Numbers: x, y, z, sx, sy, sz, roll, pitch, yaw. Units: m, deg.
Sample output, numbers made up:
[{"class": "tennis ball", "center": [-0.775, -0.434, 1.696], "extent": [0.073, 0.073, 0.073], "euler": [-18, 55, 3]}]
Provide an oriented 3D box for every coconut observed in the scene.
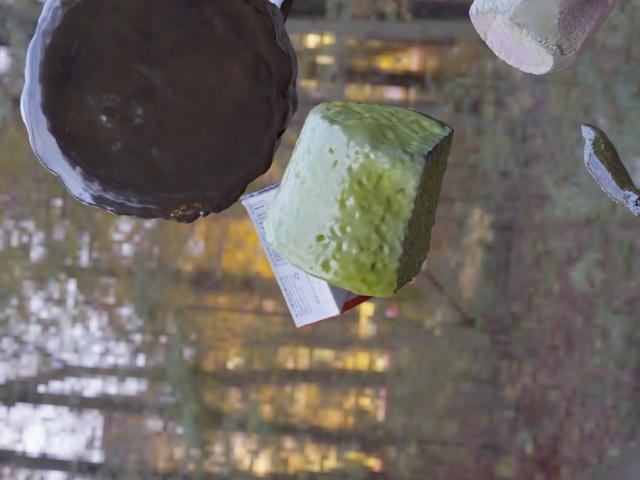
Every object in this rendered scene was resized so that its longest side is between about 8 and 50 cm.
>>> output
[{"class": "coconut", "center": [0.264, -0.283, 1.873], "extent": [0.153, 0.147, 0.147], "euler": [-52, -13, -17]}]

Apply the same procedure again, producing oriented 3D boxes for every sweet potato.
[{"class": "sweet potato", "center": [0.314, -0.070, 1.727], "extent": [0.041, 0.038, 0.153], "euler": [46, -167, -48]}]

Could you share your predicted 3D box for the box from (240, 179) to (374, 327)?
[{"class": "box", "center": [0.000, 0.000, 1.984], "extent": [0.133, 0.099, 0.182], "euler": [-29, -85, -45]}]

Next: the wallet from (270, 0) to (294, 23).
[{"class": "wallet", "center": [-0.091, -0.274, 2.229], "extent": [0.137, 0.031, 0.255], "euler": [-3, 63, 68]}]

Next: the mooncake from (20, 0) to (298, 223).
[{"class": "mooncake", "center": [-0.182, -0.184, 1.886], "extent": [0.187, 0.324, 0.324], "euler": [-73, -12, -78]}]

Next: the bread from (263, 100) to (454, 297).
[{"class": "bread", "center": [0.027, -0.031, 1.079], "extent": [0.129, 0.111, 0.114], "euler": [-54, -15, -69]}]
